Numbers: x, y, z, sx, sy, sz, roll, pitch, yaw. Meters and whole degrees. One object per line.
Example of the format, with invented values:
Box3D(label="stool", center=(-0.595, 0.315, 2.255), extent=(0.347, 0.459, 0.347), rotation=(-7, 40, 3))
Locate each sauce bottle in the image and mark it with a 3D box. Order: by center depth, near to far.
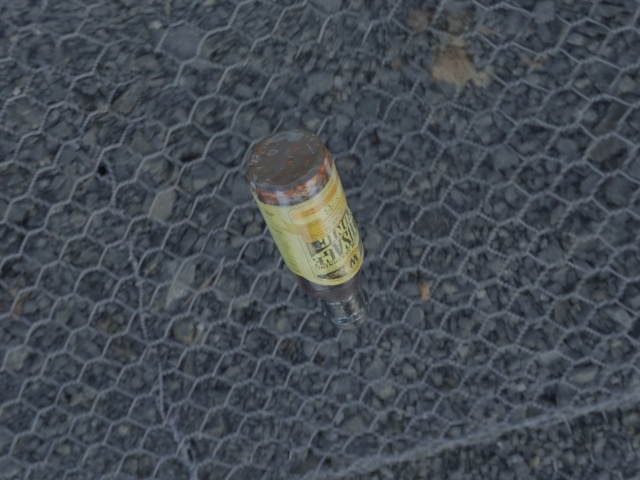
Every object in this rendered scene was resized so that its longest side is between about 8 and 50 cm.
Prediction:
Box3D(label="sauce bottle", center=(0.000, 0.000, 0.490), extent=(0.042, 0.042, 0.128), rotation=(-16, 142, 8))
